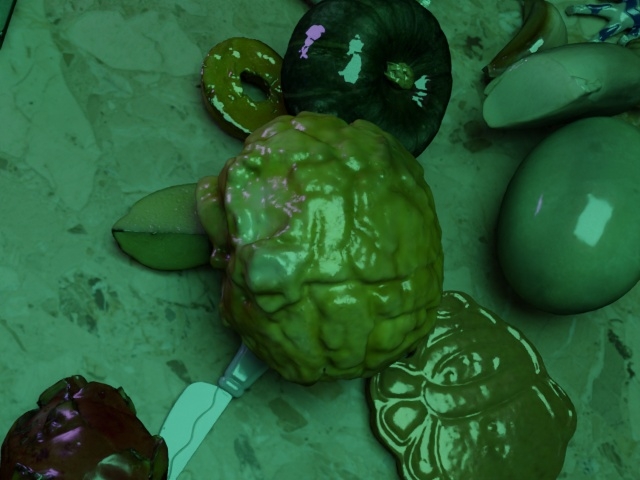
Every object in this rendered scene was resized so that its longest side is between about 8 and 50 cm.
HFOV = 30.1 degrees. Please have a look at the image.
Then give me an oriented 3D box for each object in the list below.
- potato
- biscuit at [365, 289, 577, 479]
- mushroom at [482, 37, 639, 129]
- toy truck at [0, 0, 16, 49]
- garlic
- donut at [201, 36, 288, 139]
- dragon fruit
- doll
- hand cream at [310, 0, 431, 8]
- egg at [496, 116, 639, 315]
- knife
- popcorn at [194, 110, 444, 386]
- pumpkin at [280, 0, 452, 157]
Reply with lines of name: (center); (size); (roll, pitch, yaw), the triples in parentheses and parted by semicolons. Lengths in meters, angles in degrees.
potato: (-0.233, -0.023, 1.824); (0.149, 0.081, 0.120); (2, 42, 1)
biscuit: (0.230, 0.258, 1.862); (0.312, 0.057, 0.351); (-29, 83, -23)
mushroom: (0.449, -0.265, 1.977); (0.407, 0.154, 0.137); (-17, 71, -39)
toy truck: (-0.511, -0.382, 1.845); (0.079, 0.065, 0.147); (16, 70, -13)
garlic: (0.377, -0.337, 2.068); (0.115, 0.128, 0.207); (42, 57, -26)
donut: (-0.115, -0.237, 1.915); (0.162, 0.065, 0.178); (-34, 84, -27)
dragon fruit: (-0.320, 0.328, 1.589); (0.250, 0.250, 0.315); (-32, 41, -22)
doll: (0.563, -0.414, 2.165); (0.227, 0.057, 0.114); (-16, 74, -18)
hand cream: (0.030, -0.436, 2.000); (0.306, 0.093, 0.147); (33, 76, -5)
egg: (0.420, -0.041, 1.900); (0.258, 0.258, 0.352); (37, 65, -2)
knife: (-0.164, 0.237, 1.770); (0.080, 0.044, 0.331); (42, 70, -3)
popcorn: (0.017, 0.011, 1.697); (0.390, 0.344, 0.354); (29, 109, -18)
pumpkin: (0.082, -0.253, 1.867); (0.300, 0.207, 0.300); (0, 90, -40)
